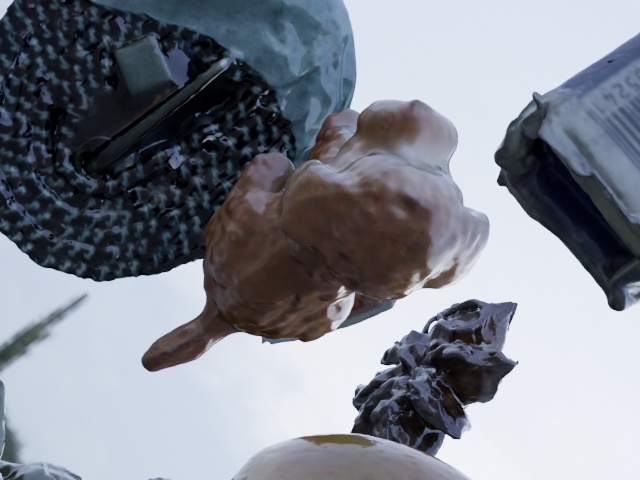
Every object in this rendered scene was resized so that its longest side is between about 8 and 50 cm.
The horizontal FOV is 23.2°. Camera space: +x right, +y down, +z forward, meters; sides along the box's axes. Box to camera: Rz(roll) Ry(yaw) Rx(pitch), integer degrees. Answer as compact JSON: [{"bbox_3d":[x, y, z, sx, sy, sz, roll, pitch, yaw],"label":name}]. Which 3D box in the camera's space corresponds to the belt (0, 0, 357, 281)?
[{"bbox_3d":[-0.098,-0.097,0.964,0.207,0.257,0.150,51,1,-12],"label":"belt"}]

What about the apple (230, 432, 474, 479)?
[{"bbox_3d":[0.022,0.371,1.496,0.346,0.391,0.391,36,-20,4],"label":"apple"}]

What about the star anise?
[{"bbox_3d":[0.144,0.197,2.129,0.117,0.331,0.332,45,-17,-10],"label":"star anise"}]

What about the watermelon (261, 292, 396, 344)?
[{"bbox_3d":[0.000,0.000,1.943,0.224,0.180,0.305,38,-40,20],"label":"watermelon"}]

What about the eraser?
[{"bbox_3d":[0.278,-0.092,1.126,0.155,0.332,0.101,51,-34,8],"label":"eraser"}]

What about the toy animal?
[{"bbox_3d":[-0.005,0.014,0.781,0.104,0.184,0.185,49,-9,-16],"label":"toy animal"}]

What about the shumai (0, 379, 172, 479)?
[{"bbox_3d":[-0.214,0.256,1.112,0.323,0.397,0.324,-131,-146,-56],"label":"shumai"}]
